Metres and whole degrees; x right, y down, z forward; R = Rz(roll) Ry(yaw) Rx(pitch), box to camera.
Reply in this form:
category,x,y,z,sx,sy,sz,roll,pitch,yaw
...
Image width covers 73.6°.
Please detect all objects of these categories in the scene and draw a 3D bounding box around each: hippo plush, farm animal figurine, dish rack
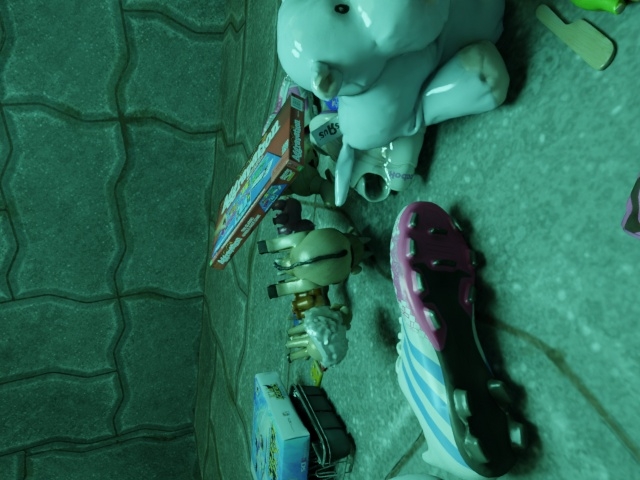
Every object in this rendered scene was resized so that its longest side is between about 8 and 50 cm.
category,x,y,z,sx,sy,sz,roll,pitch,yaw
hippo plush,0.047,-0.229,0.483,0.294,0.237,0.234,-28,66,26
farm animal figurine,0.000,0.000,0.733,0.326,0.172,0.330,-89,-15,-74
dish rack,-0.014,0.468,0.911,0.208,0.074,0.271,-136,51,-62

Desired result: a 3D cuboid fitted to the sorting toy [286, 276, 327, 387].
category,x,y,z,sx,sy,sz,roll,pitch,yaw
sorting toy,-0.044,0.209,1.026,0.132,0.046,0.274,117,145,-46

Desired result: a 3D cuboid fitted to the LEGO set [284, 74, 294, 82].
category,x,y,z,sx,sy,sz,roll,pitch,yaw
LEGO set,-0.008,-0.455,0.921,0.183,0.060,0.244,-18,70,52

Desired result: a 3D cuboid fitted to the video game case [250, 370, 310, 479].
category,x,y,z,sx,sy,sz,roll,pitch,yaw
video game case,-0.098,0.474,0.948,0.244,0.061,0.269,-149,60,-64

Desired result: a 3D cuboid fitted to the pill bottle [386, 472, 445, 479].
category,x,y,z,sx,sy,sz,roll,pitch,yaw
pill bottle,0.149,0.413,0.364,0.363,0.210,0.210,-145,59,-63

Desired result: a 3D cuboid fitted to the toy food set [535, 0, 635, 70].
category,x,y,z,sx,sy,sz,roll,pitch,yaw
toy food set,0.260,-0.261,0.358,0.192,0.039,0.132,115,147,-43

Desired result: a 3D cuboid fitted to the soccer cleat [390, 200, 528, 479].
category,x,y,z,sx,sy,sz,roll,pitch,yaw
soccer cleat,0.133,0.116,0.534,0.143,0.116,0.331,134,132,-57

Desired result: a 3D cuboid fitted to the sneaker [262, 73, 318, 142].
category,x,y,z,sx,sy,sz,roll,pitch,yaw
sneaker,-0.055,-0.303,1.020,0.103,0.111,0.252,131,159,-74

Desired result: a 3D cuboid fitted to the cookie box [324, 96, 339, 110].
category,x,y,z,sx,sy,sz,roll,pitch,yaw
cookie box,0.051,-0.290,0.839,0.107,0.040,0.091,-113,34,-44

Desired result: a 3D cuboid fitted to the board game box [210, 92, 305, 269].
category,x,y,z,sx,sy,sz,roll,pitch,yaw
board game box,-0.105,-0.082,0.671,0.281,0.027,0.145,-45,35,42

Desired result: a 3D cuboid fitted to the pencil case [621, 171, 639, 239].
category,x,y,z,sx,sy,sz,roll,pitch,yaw
pencil case,0.274,-0.085,0.256,0.098,0.095,0.209,-53,-28,-68

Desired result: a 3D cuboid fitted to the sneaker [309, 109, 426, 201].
category,x,y,z,sx,sy,sz,roll,pitch,yaw
sneaker,0.057,-0.145,0.724,0.305,0.114,0.152,-159,73,-65
